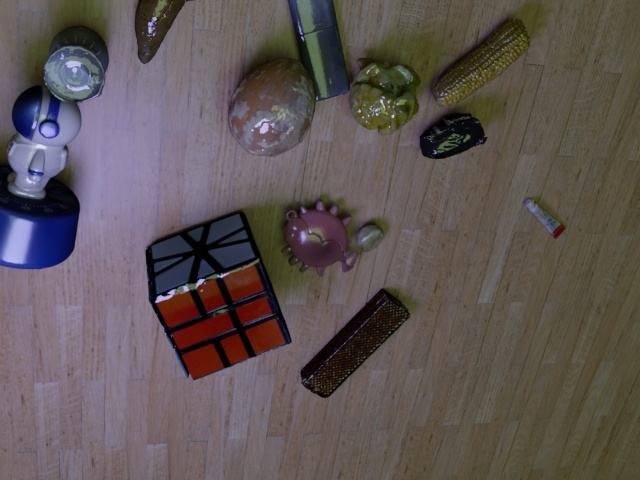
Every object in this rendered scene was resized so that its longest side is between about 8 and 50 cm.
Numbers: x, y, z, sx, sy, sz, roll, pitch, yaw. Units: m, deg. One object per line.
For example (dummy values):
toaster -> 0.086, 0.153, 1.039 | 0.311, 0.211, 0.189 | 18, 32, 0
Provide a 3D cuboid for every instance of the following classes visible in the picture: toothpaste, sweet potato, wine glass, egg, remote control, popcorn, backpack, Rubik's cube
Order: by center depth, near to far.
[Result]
wine glass -> -0.509, -0.377, 1.438 | 0.126, 0.241, 0.127 | -7, 118, -14
sweet potato -> -0.323, -0.525, 1.501 | 0.310, 0.098, 0.124 | -41, 127, 11
egg -> -0.112, -0.313, 1.611 | 0.203, 0.203, 0.245 | 25, 109, -26
remote control -> -0.014, -0.521, 1.620 | 0.107, 0.044, 0.378 | -17, 120, -4
popcorn -> 0.158, -0.359, 1.690 | 0.185, 0.167, 0.188 | 19, 71, -2
Rubik's cube -> -0.265, 0.134, 1.754 | 0.293, 0.288, 0.284 | -19, 122, -8
backpack -> 0.343, -0.277, 1.814 | 0.165, 0.120, 0.106 | -16, 99, -7
toothpaste -> 0.678, -0.067, 2.068 | 0.190, 0.031, 0.048 | 35, 100, -31

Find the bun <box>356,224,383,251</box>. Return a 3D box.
bun -> 0.134, -0.012, 1.923 | 0.086, 0.055, 0.086 | -25, 141, -22

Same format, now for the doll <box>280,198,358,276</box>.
doll -> 0.000, 0.000, 1.870 | 0.261, 0.093, 0.211 | 32, 101, -27

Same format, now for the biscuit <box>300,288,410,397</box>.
biscuit -> 0.099, 0.316, 2.077 | 0.107, 0.073, 0.388 | 38, 101, -27

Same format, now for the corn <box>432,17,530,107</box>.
corn -> 0.409, -0.445, 1.750 | 0.291, 0.101, 0.101 | -38, 121, 4

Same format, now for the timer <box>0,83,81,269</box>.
timer -> -0.629, -0.161, 1.493 | 0.270, 0.270, 0.384 | 16, 113, -23
